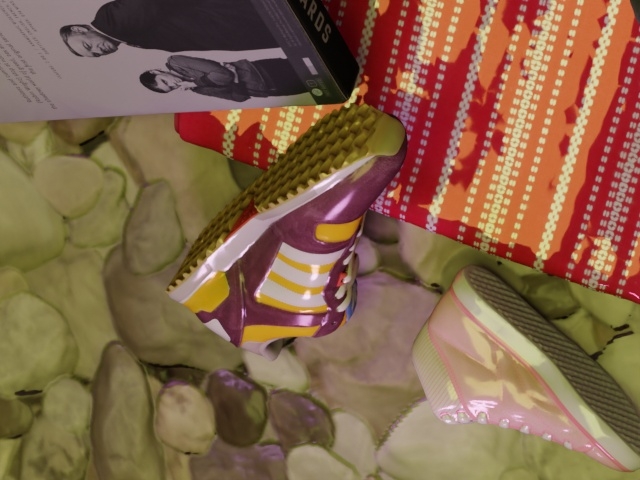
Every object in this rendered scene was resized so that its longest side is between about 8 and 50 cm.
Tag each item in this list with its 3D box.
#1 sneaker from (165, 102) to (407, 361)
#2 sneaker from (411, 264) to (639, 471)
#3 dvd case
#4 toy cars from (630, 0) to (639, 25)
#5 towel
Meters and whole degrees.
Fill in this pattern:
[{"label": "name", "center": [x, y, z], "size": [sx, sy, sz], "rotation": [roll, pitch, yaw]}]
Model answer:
[{"label": "sneaker", "center": [0.000, 0.000, 0.784], "size": [0.084, 0.070, 0.185], "rotation": [39, 138, -14]}, {"label": "sneaker", "center": [0.103, 0.081, 0.783], "size": [0.134, 0.051, 0.070], "rotation": [44, 114, 11]}, {"label": "dvd case", "center": [-0.122, -0.126, 0.745], "size": [0.238, 0.030, 0.179], "rotation": [0, 145, 30]}, {"label": "toy cars", "center": [0.296, -0.024, 0.661], "size": [0.393, 0.087, 0.176], "rotation": [32, 111, 10]}, {"label": "towel", "center": [0.063, -0.101, 0.770], "size": [0.274, 0.031, 0.199], "rotation": [20, 109, 16]}]
